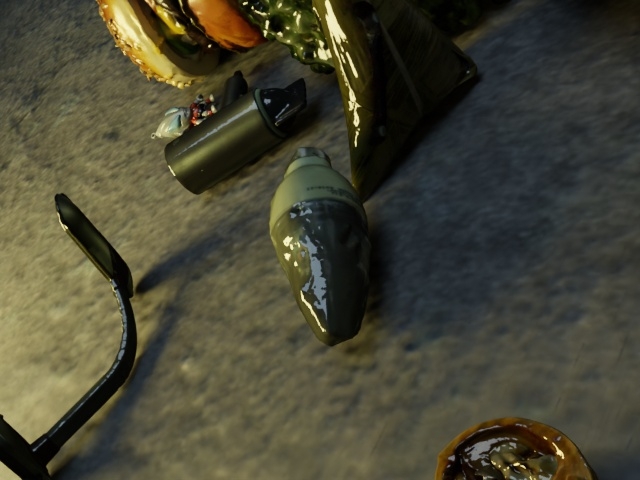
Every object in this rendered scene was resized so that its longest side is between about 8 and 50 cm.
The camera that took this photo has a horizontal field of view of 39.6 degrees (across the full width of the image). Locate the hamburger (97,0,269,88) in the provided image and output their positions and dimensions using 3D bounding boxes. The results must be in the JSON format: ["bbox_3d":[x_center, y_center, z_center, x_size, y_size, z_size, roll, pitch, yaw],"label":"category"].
[{"bbox_3d":[-0.202,-0.376,1.308,0.225,0.291,0.291,-19,41,24],"label":"hamburger"}]

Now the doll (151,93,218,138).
[{"bbox_3d":[-0.202,-0.176,1.300,0.114,0.039,0.057,-25,81,13],"label":"doll"}]

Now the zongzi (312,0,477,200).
[{"bbox_3d":[0.029,-0.175,0.920,0.204,0.205,0.094,-53,25,-7],"label":"zongzi"}]

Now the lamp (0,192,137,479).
[{"bbox_3d":[-0.292,0.103,0.971,0.124,0.203,0.283,15,60,31],"label":"lamp"}]

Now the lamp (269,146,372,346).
[{"bbox_3d":[0.000,0.000,0.856,0.101,0.101,0.250,-30,45,21],"label":"lamp"}]

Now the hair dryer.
[{"bbox_3d":[-0.100,-0.187,1.188,0.195,0.078,0.248,-30,32,18],"label":"hair dryer"}]

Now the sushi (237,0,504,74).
[{"bbox_3d":[0.069,-0.351,1.083,0.351,0.178,0.294,-7,51,43],"label":"sushi"}]

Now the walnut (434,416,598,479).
[{"bbox_3d":[0.134,0.169,0.584,0.121,0.052,0.091,17,66,50],"label":"walnut"}]
